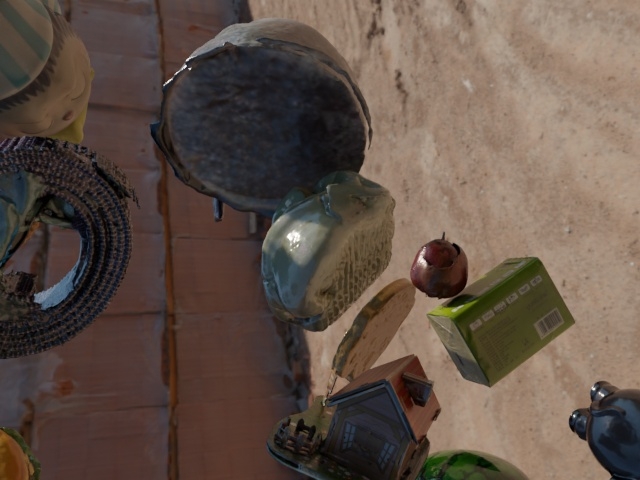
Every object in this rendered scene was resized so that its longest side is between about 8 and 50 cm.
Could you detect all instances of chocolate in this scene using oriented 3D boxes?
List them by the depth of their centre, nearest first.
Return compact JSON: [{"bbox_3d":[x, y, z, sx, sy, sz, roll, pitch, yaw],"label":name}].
[{"bbox_3d":[-0.074,-0.208,0.825,0.213,0.303,0.303,-87,12,-44],"label":"chocolate"}]

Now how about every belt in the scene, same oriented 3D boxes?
[{"bbox_3d":[-0.412,0.011,0.785,0.325,0.260,0.122,-58,31,10],"label":"belt"}]

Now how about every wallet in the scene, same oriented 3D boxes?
[{"bbox_3d":[-0.279,-0.107,1.516,0.166,0.030,0.111,180,85,-77],"label":"wallet"}]

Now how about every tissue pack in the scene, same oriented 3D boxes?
[{"bbox_3d":[0.439,0.195,1.364,0.200,0.274,0.167,59,168,-2],"label":"tissue pack"}]

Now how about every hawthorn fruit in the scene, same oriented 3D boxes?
[{"bbox_3d":[0.300,0.062,1.380,0.148,0.148,0.172,168,119,-73],"label":"hawthorn fruit"}]

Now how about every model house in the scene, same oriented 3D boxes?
[{"bbox_3d":[0.070,0.242,0.822,0.294,0.206,0.154,5,-75,-69],"label":"model house"}]

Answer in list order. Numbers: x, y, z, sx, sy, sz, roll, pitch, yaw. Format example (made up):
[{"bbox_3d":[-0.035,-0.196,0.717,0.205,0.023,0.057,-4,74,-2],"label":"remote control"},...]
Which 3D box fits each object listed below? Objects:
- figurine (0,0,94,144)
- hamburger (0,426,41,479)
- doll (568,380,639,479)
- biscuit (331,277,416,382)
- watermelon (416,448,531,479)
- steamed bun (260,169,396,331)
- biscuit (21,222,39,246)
[{"bbox_3d":[-0.528,-0.379,0.940,0.377,0.266,0.362,-30,72,64],"label":"figurine"},{"bbox_3d":[-0.601,0.445,0.943,0.170,0.245,0.246,101,163,-48],"label":"hamburger"},{"bbox_3d":[0.464,0.292,0.760,0.182,0.117,0.257,-53,25,-3],"label":"doll"},{"bbox_3d":[0.146,0.256,1.566,0.057,0.312,0.351,35,101,27],"label":"biscuit"},{"bbox_3d":[0.278,0.570,1.053,0.363,0.362,0.364,-178,90,-73],"label":"watermelon"},{"bbox_3d":[0.000,-0.001,0.708,0.144,0.218,0.211,34,155,21],"label":"steamed bun"},{"bbox_3d":[-0.571,-0.058,0.862,0.035,0.253,0.254,-54,36,45],"label":"biscuit"}]
